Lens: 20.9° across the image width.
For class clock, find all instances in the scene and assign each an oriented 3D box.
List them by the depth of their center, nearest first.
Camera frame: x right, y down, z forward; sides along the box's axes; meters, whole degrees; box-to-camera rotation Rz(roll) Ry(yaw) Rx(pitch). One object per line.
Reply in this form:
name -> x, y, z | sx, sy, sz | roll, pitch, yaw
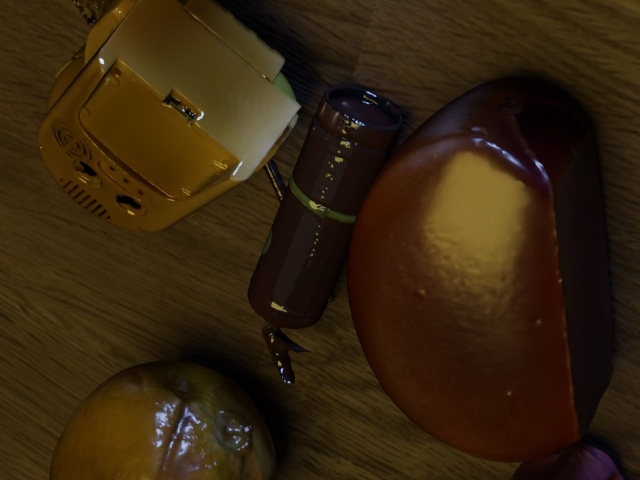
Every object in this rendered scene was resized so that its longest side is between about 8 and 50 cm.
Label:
clock -> -0.192, -0.135, 1.971 | 0.244, 0.200, 0.317 | 43, 142, -11

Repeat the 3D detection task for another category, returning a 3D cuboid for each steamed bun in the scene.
steamed bun -> 0.164, 0.033, 1.838 | 0.248, 0.235, 0.379 | 0, 114, 23

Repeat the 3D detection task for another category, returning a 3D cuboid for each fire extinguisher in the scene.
fire extinguisher -> 0.000, 0.000, 1.978 | 0.141, 0.105, 0.341 | 55, 133, 48

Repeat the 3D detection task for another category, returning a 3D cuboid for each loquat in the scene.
loquat -> -0.194, 0.291, 2.145 | 0.276, 0.276, 0.284 | 45, 116, 4

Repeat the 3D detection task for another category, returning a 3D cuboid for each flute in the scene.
flute -> -0.042, -0.046, 2.058 | 0.014, 0.014, 0.269 | -17, 104, 34

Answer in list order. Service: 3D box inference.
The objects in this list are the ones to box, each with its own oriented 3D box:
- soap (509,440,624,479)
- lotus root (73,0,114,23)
soap -> 0.253, 0.394, 1.889 | 0.128, 0.359, 0.233 | -32, 95, 40
lotus root -> -0.214, -0.371, 1.913 | 0.169, 0.151, 0.343 | 36, 126, 8
